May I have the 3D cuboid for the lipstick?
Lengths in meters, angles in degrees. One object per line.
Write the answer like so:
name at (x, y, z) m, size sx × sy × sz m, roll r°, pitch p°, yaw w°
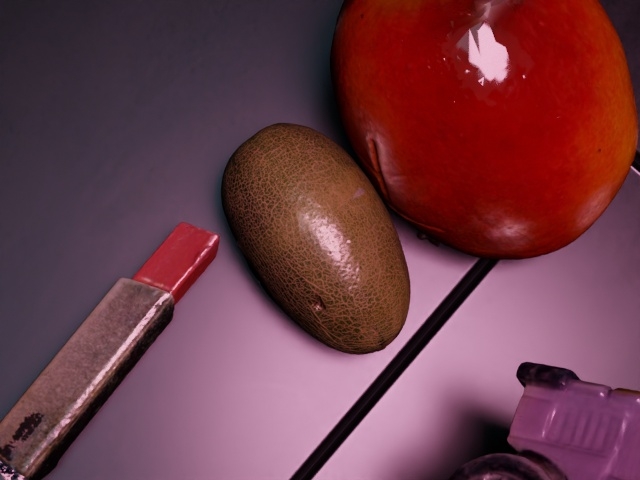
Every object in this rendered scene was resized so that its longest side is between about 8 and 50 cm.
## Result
lipstick at (-0.173, 0.112, 0.829) m, size 0.051 × 0.051 × 0.312 m, roll 37°, pitch 79°, yaw 3°

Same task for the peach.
peach at (0.106, -0.091, 0.836) m, size 0.196 × 0.226 × 0.190 m, roll -5°, pitch 44°, yaw 28°

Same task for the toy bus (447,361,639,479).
toy bus at (0.164, 0.315, 0.673) m, size 0.249 × 0.209 × 0.440 m, roll 8°, pitch 67°, yaw 37°

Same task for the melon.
melon at (0.000, 0.000, 0.828) m, size 0.099 × 0.099 × 0.162 m, roll -33°, pitch 87°, yaw -8°
